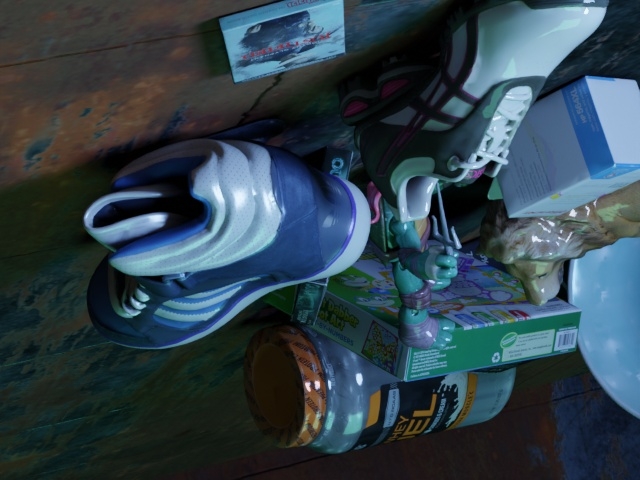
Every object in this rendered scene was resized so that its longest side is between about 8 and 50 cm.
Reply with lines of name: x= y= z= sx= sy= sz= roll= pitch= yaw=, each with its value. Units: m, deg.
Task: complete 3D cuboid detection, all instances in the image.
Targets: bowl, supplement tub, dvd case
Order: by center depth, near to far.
dvd case: x=-0.025 y=-0.143 z=1.311 sx=0.087 sy=0.013 sz=0.119 roll=-15 pitch=169 yaw=-3
bowl: x=0.444 y=0.054 z=2.058 sx=0.311 sy=0.312 sz=0.163 roll=-25 pitch=161 yaw=37
supplement tub: x=0.074 y=0.162 z=2.370 sx=0.316 sy=0.194 sz=0.193 roll=-8 pitch=166 yaw=-31

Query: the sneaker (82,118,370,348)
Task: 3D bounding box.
sneaker: x=-0.142 y=-0.002 z=1.572 sx=0.322 sy=0.130 sz=0.236 roll=-19 pitch=159 yaw=35

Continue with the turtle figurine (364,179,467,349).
turtle figurine: x=0.096 y=-0.013 z=1.788 sx=0.118 sy=0.175 sz=0.234 roll=10 pitch=138 yaw=13

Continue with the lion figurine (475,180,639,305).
lion figurine: x=0.357 y=-0.061 z=1.867 sx=0.392 sy=0.142 sz=0.240 roll=-26 pitch=166 yaw=36

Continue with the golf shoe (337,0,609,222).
golf shoe: x=0.128 y=-0.110 z=1.409 sx=0.105 sy=0.120 sz=0.273 roll=-4 pitch=162 yaw=-37

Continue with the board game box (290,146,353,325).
board game box: x=0.000 y=0.000 z=1.721 sx=0.026 sy=0.126 sz=0.186 roll=11 pitch=166 yaw=-1

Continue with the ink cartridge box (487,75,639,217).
ink cartridge box: x=0.224 y=-0.081 z=1.719 sx=0.143 sy=0.090 sz=0.092 roll=-26 pitch=165 yaw=37

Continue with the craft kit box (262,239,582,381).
craft kit box: x=0.109 y=0.070 z=2.017 sx=0.249 sy=0.061 sz=0.246 roll=-7 pitch=-160 yaw=-39

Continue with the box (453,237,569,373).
box: x=0.262 y=0.058 z=2.243 sx=0.207 sy=0.153 sz=0.108 roll=-20 pitch=167 yaw=23
